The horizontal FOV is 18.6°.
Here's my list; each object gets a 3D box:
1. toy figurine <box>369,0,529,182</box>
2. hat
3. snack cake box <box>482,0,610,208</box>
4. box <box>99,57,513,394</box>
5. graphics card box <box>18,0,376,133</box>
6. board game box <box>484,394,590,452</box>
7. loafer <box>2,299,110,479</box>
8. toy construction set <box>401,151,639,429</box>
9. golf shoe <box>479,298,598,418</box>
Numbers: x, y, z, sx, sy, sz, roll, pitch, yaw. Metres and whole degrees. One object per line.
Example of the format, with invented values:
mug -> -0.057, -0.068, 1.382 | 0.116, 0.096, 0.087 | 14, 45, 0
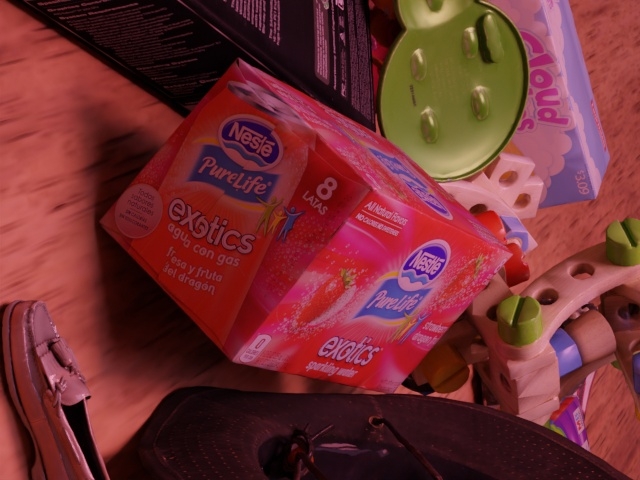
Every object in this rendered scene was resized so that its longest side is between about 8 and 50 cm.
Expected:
toy figurine -> 0.046, -0.141, 1.384 | 0.130, 0.159, 0.173 | -26, 119, -26
hat -> 0.048, 0.191, 1.096 | 0.331, 0.331, 0.134 | -20, 125, -68
snack cake box -> 0.128, -0.154, 1.587 | 0.089, 0.152, 0.264 | -60, 135, -58
box -> 0.000, 0.000, 1.170 | 0.122, 0.128, 0.257 | 44, 9, 23
graphics card box -> -0.076, -0.208, 1.173 | 0.371, 0.094, 0.233 | 29, 54, -62
board game box -> 0.098, 0.215, 1.364 | 0.275, 0.144, 0.142 | -28, 107, -69
loafer -> -0.127, 0.089, 0.986 | 0.045, 0.039, 0.125 | -22, 102, -68
toy construction set -> 0.132, 0.019, 1.380 | 0.328, 0.215, 0.151 | -130, -159, -60
golf shoe -> 0.182, 0.157, 1.698 | 0.273, 0.105, 0.120 | -65, 156, -47
